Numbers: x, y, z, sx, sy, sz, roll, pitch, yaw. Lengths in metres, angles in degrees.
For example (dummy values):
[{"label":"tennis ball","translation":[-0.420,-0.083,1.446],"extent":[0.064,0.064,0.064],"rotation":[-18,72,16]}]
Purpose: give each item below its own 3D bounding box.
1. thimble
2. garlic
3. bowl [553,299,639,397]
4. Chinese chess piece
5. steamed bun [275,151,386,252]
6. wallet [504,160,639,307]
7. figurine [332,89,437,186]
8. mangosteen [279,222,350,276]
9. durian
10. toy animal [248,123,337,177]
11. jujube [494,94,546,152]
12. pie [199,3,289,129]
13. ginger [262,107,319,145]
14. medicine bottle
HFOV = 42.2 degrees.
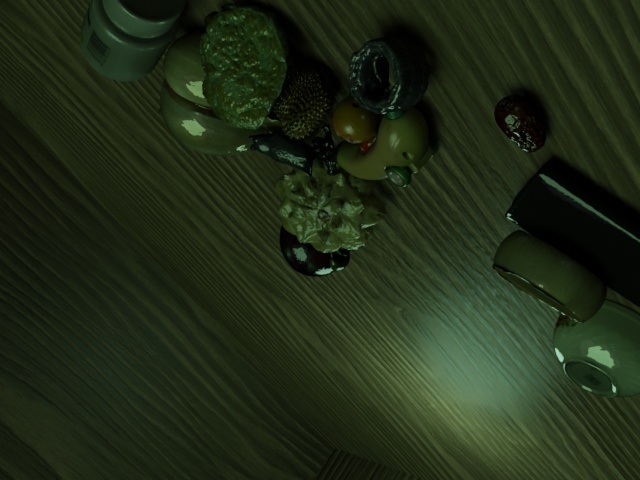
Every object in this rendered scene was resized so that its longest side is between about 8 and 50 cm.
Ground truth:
[{"label":"thimble","translation":[0.135,-0.324,1.628],"extent":[0.150,0.098,0.150],"rotation":[20,119,41]},{"label":"garlic","translation":[-0.274,-0.365,2.092],"extent":[0.313,0.286,0.249],"rotation":[39,-159,11]},{"label":"bowl","translation":[0.665,0.271,1.949],"extent":[0.277,0.145,0.277],"rotation":[32,154,18]},{"label":"Chinese chess piece","translation":[0.493,0.079,1.796],"extent":[0.250,0.103,0.250],"rotation":[35,180,0]},{"label":"steamed bun","translation":[0.001,-0.091,2.101],"extent":[0.292,0.137,0.295],"rotation":[-18,103,33]},{"label":"wallet","translation":[0.585,0.007,1.690],"extent":[0.406,0.062,0.228],"rotation":[35,156,6]},{"label":"figurine","translation":[0.118,-0.229,1.851],"extent":[0.222,0.124,0.325],"rotation":[47,158,-19]},{"label":"mangosteen","translation":[-0.006,-0.008,2.300],"extent":[0.216,0.216,0.216],"rotation":[31,155,16]},{"label":"durian","translation":[-0.043,-0.322,1.876],"extent":[0.158,0.168,0.137],"rotation":[47,-164,14]},{"label":"toy animal","translation":[-0.068,-0.197,1.955],"extent":[0.210,0.117,0.121],"rotation":[1,154,7]},{"label":"jujube","translation":[0.380,-0.217,1.563],"extent":[0.077,0.077,0.129],"rotation":[8,149,49]},{"label":"pie","translation":[-0.172,-0.389,1.858],"extent":[0.257,0.105,0.274],"rotation":[13,103,37]},{"label":"ginger","translation":[-0.098,-0.282,2.025],"extent":[0.193,0.115,0.122],"rotation":[17,138,-1]},{"label":"medicine bottle","translation":[-0.447,-0.534,1.987],"extent":[0.208,0.208,0.340],"rotation":[43,155,-11]}]
